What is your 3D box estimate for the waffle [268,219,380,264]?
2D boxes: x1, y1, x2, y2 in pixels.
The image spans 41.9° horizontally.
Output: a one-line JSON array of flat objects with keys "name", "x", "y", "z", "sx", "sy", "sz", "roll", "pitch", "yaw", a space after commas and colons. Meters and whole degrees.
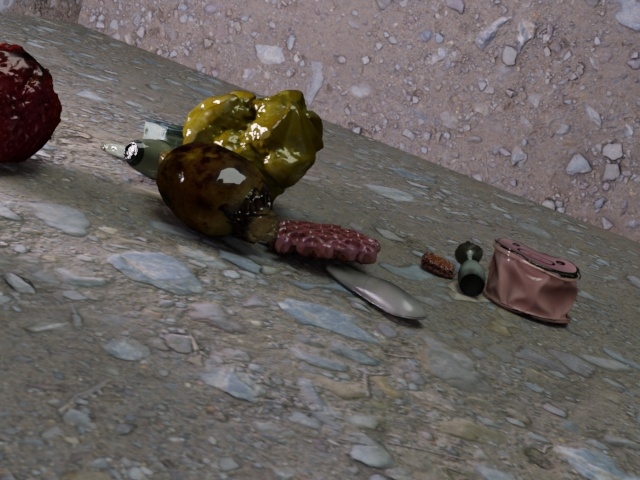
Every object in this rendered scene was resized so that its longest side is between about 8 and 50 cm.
[{"name": "waffle", "x": 0.000, "y": 0.000, "z": 1.610, "sx": 0.235, "sy": 0.055, "sz": 0.221, "roll": 6, "pitch": 10, "yaw": -5}]

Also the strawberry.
[{"name": "strawberry", "x": -0.609, "y": -0.261, "z": 1.545, "sx": 0.274, "sy": 0.220, "sz": 0.274, "roll": 21, "pitch": 17, "yaw": -7}]

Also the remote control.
[{"name": "remote control", "x": 0.102, "y": 0.085, "z": 1.495, "sx": 0.073, "sy": 0.044, "sz": 0.229, "roll": 1, "pitch": 22, "yaw": -41}]

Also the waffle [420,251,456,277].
[{"name": "waffle", "x": 0.256, "y": 0.054, "z": 1.807, "sx": 0.083, "sy": 0.029, "sz": 0.075, "roll": 22, "pitch": 19, "yaw": -2}]

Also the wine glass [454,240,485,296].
[{"name": "wine glass", "x": 0.319, "y": 0.061, "z": 1.789, "sx": 0.066, "sy": 0.066, "sz": 0.198, "roll": 19, "pitch": 20, "yaw": 2}]

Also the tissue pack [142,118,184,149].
[{"name": "tissue pack", "x": -0.285, "y": -0.223, "z": 2.019, "sx": 0.257, "sy": 0.081, "sz": 0.185, "roll": 10, "pitch": 9, "yaw": -29}]

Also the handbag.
[{"name": "handbag", "x": 0.444, "y": 0.084, "z": 1.759, "sx": 0.205, "sy": 0.116, "sz": 0.179, "roll": 23, "pitch": 14, "yaw": 20}]

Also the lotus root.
[{"name": "lotus root", "x": -0.206, "y": -0.100, "z": 1.554, "sx": 0.314, "sy": 0.141, "sz": 0.169, "roll": 32, "pitch": 49, "yaw": 30}]

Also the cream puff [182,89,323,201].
[{"name": "cream puff", "x": -0.146, "y": -0.223, "z": 1.782, "sx": 0.274, "sy": 0.269, "sz": 0.323, "roll": 33, "pitch": 13, "yaw": -9}]

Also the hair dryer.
[{"name": "hair dryer", "x": -0.356, "y": -0.173, "z": 1.849, "sx": 0.219, "sy": 0.088, "sz": 0.225, "roll": 17, "pitch": -1, "yaw": -33}]
